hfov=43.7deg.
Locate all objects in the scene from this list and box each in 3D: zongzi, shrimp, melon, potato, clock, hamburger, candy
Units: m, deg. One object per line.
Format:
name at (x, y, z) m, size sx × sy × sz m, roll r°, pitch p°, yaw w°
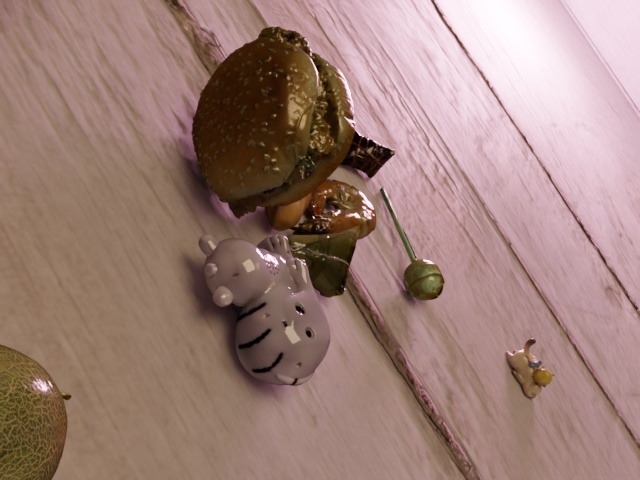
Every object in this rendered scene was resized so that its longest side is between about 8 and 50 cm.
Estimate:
zongzi at (0.059, -0.141, 1.198) m, size 0.083 × 0.067 × 0.073 m, roll 9°, pitch 60°, yaw -24°
shrimp at (0.018, -0.039, 1.075) m, size 0.180 × 0.041 × 0.099 m, roll -23°, pitch 79°, yaw -54°
melon at (-0.250, 0.138, 0.534) m, size 0.192 × 0.139 × 0.139 m, roll -24°, pitch 81°, yaw -50°
potato at (-0.040, -0.051, 0.998) m, size 0.068 × 0.062 × 0.083 m, roll 69°, pitch 13°, yaw -50°
clock at (-0.065, 0.073, 0.852) m, size 0.117 × 0.080 × 0.176 m, roll 3°, pitch 58°, yaw -49°
zongzi at (0.000, 0.000, 0.993) m, size 0.104 × 0.052 × 0.113 m, roll 39°, pitch 59°, yaw -29°
hamburger at (-0.067, -0.147, 0.933) m, size 0.122 × 0.189 × 0.215 m, roll 21°, pitch 58°, yaw -48°
candy at (0.125, 0.000, 1.172) m, size 0.061 × 0.061 × 0.202 m, roll 15°, pitch 43°, yaw -42°

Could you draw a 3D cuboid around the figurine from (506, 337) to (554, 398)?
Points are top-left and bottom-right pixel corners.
figurine at (0.327, 0.198, 1.232) m, size 0.047 × 0.050 × 0.083 m, roll -9°, pitch 68°, yaw -46°
